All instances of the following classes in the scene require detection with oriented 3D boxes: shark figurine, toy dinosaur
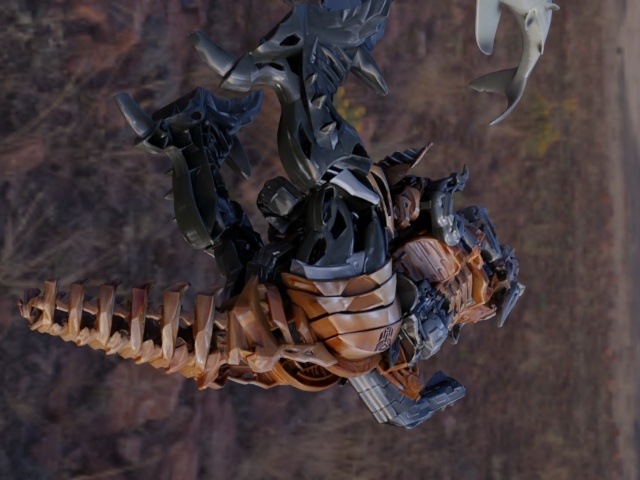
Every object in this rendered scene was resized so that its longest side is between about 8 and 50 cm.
[{"bbox_3d":[0.176,-0.248,1.070,0.116,0.166,0.278,55,7,33],"label":"shark figurine"},{"bbox_3d":[0.000,0.000,0.566,0.322,0.164,0.218,0,70,-68],"label":"toy dinosaur"}]

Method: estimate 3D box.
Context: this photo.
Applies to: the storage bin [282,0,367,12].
[{"bbox_3d":[0.042,-0.290,1.026,0.180,0.084,0.122,-46,160,-4],"label":"storage bin"}]
